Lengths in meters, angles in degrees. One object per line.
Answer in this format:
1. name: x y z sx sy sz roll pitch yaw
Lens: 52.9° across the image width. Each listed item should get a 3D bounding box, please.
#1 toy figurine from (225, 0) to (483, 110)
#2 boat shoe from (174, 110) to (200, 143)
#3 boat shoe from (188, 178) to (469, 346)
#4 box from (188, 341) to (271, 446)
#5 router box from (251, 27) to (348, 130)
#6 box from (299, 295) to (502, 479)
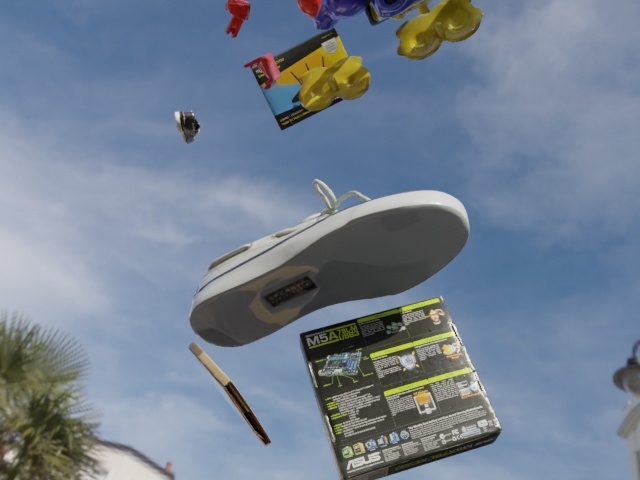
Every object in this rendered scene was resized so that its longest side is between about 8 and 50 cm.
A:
1. toy figurine: 0.090 -0.279 0.568 0.362 0.217 0.191 -26 -74 15
2. boat shoe: -0.249 -0.217 1.227 0.038 0.046 0.125 -9 -11 -3
3. boat shoe: 0.003 0.006 0.822 0.367 0.157 0.136 -26 -54 18
4. box: -0.177 0.292 1.240 0.201 0.021 0.164 24 -34 58
5. router box: -0.027 -0.311 1.246 0.178 0.046 0.133 -27 -77 0
6. box: 0.088 0.172 0.761 0.190 0.184 0.045 -15 -36 -9
